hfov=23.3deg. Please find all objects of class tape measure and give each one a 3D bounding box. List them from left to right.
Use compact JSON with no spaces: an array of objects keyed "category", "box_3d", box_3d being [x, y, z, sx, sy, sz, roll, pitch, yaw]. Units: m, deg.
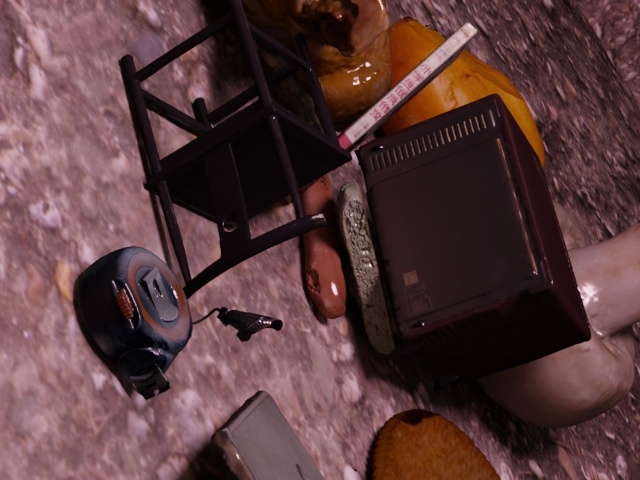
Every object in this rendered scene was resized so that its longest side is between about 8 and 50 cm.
[{"category":"tape measure","box_3d":[-0.100,0.040,1.186,0.107,0.180,0.104,57,40,-14]}]

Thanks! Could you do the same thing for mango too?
[{"category":"mango","box_3d":[0.171,-0.149,1.922,0.187,0.138,0.257,4,41,-36]}]

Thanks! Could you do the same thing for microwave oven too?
[{"category":"microwave oven","box_3d":[0.160,0.007,1.627,0.188,0.178,0.247,47,27,-60]}]

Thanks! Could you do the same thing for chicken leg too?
[{"category":"chicken leg","box_3d":[0.014,-0.231,1.619,0.409,0.182,0.295,-130,-160,-67]}]

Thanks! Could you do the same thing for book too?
[{"category":"book","box_3d":[0.054,-0.124,1.544,0.022,0.232,0.162,49,-6,-2]}]

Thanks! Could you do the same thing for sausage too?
[{"category":"sausage","box_3d":[0.000,0.000,1.594,0.043,0.043,0.186,41,30,-41]}]

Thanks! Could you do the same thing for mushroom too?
[{"category":"mushroom","box_3d":[0.296,0.063,1.818,0.297,0.290,0.297,49,24,-30]}]

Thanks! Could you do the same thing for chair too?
[{"category":"chair","box_3d":[-0.066,-0.075,1.397,0.141,0.155,0.260,27,40,-53]}]

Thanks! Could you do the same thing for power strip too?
[{"category":"power strip","box_3d":[-0.032,0.230,1.240,0.198,0.065,0.213,60,9,0]}]

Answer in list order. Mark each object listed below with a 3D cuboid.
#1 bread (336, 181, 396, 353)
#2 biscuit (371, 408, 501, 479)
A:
[{"category":"bread","box_3d":[0.040,0.013,1.618,0.112,0.036,0.193,-98,176,-58]},{"category":"biscuit","box_3d":[0.140,0.311,1.544,0.305,0.038,0.305,44,29,-33]}]
